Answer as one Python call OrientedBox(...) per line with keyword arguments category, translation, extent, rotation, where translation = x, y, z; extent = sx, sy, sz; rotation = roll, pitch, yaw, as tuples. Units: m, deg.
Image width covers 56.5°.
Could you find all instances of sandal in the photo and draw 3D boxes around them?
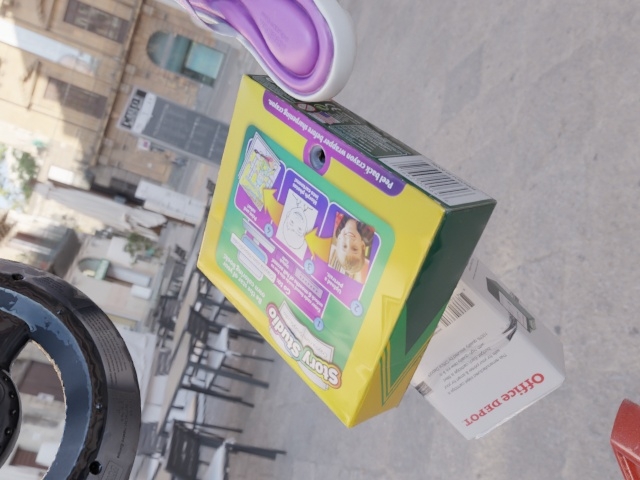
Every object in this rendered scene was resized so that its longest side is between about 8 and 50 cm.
OrientedBox(category="sandal", translation=(-0.120, -0.317, 0.705), extent=(0.416, 0.102, 0.169), rotation=(42, 132, 24))

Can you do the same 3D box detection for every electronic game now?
OrientedBox(category="electronic game", translation=(-0.222, 0.107, 0.343), extent=(0.048, 0.229, 0.229), rotation=(118, 163, -51))

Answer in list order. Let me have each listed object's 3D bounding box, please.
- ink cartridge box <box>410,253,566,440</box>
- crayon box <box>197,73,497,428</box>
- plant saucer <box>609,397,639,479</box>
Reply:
OrientedBox(category="ink cartridge box", translation=(0.232, 0.160, 1.007), extent=(0.211, 0.289, 0.121), rotation=(-44, 1, 28))
OrientedBox(category="crayon box", translation=(0.000, 0.000, 0.778), extent=(0.363, 0.106, 0.313), rotation=(40, 125, 35))
OrientedBox(category="plant saucer", translation=(0.385, 0.312, 0.580), extent=(0.258, 0.047, 0.259), rotation=(-33, -78, -89))
